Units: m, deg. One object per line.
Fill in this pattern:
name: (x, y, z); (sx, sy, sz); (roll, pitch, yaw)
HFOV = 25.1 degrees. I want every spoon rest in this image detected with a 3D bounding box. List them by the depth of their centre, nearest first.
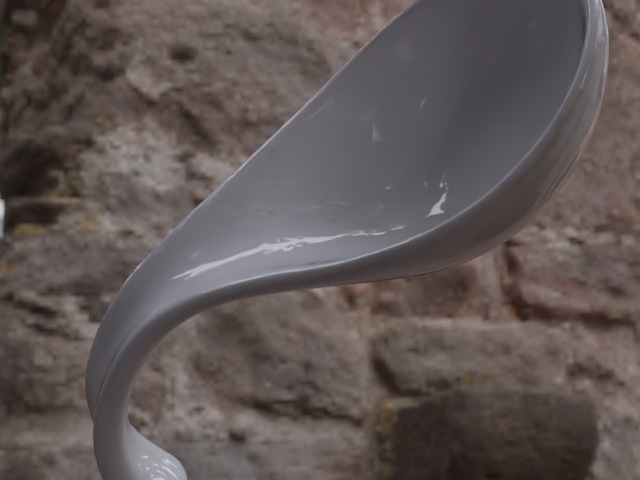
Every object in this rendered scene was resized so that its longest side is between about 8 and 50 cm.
spoon rest: (0.000, 0.000, 0.543); (0.084, 0.137, 0.276); (32, -72, -31)
